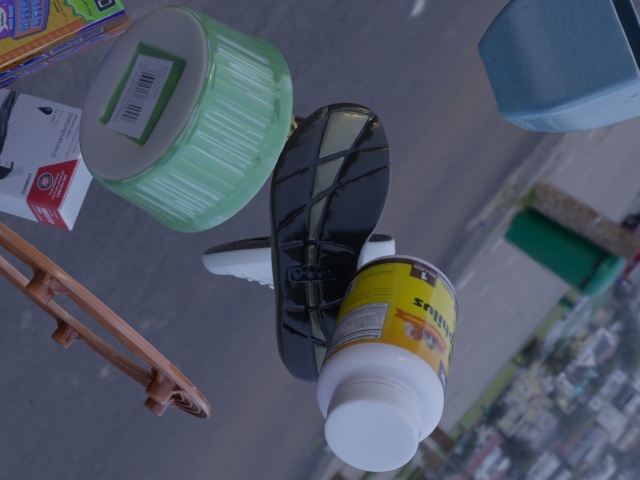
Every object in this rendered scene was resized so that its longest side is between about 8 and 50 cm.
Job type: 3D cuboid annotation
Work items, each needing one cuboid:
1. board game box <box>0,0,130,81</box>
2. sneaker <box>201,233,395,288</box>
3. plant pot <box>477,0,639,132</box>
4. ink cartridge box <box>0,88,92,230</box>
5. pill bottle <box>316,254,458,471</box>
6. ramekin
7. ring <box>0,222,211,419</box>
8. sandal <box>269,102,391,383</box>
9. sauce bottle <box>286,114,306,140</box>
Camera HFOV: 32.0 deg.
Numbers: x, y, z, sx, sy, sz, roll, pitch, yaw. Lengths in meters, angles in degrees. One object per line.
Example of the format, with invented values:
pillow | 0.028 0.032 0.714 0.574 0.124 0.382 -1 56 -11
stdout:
board game box | -0.514 -0.407 1.611 0.356 0.356 0.356 -26 -170 -4
sneaker | -0.034 0.057 1.641 0.106 0.290 0.123 -44 132 -73
plant pot | 0.423 -0.313 1.927 0.252 0.248 0.247 -23 166 26
ink cartridge box | -0.551 -0.157 2.003 0.114 0.272 0.197 89 17 -71
pill bottle | 0.064 0.114 1.049 0.117 0.117 0.215 -57 -173 34
ramekin | -0.198 -0.176 1.552 0.148 0.303 0.303 26 108 -44
ring | -0.239 0.064 1.012 0.032 0.336 0.336 -53 169 -16
sandal | -0.002 0.001 1.173 0.086 0.120 0.303 -110 -154 -70
sauce bottle | -0.045 -0.167 1.647 0.042 0.128 0.042 -172 -90 -88
